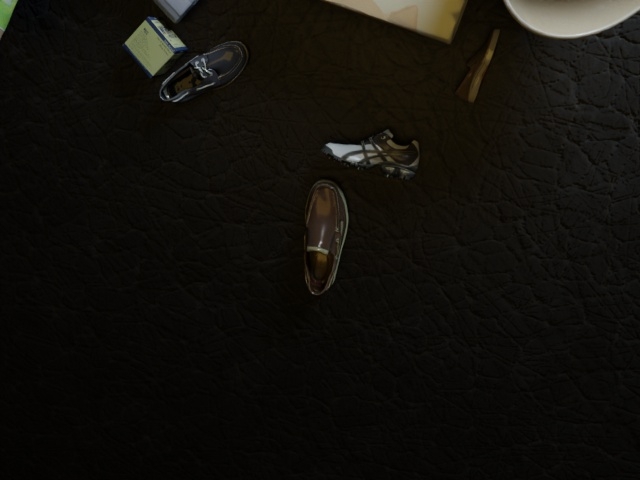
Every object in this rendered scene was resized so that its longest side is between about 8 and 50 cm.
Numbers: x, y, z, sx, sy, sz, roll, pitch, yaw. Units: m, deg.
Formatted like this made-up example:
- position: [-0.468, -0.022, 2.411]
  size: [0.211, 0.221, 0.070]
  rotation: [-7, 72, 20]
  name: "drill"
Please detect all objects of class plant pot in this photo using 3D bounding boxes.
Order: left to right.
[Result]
- position: [0.346, -0.472, 0.773]
  size: [0.256, 0.274, 0.257]
  rotation: [-2, 133, -2]
  name: "plant pot"

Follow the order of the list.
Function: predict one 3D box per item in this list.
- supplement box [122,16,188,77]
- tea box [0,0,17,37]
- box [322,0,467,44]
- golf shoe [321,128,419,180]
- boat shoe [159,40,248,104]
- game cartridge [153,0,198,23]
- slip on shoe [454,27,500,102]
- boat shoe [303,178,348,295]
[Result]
- position: [-0.332, -0.388, 1.072]
  size: [0.083, 0.056, 0.083]
  rotation: [-36, 102, 22]
  name: "supplement box"
- position: [-0.648, -0.555, 0.857]
  size: [0.220, 0.329, 0.324]
  rotation: [23, 88, 1]
  name: "tea box"
- position: [0.099, -0.449, 0.916]
  size: [0.311, 0.148, 0.121]
  rotation: [20, 115, 3]
  name: "box"
- position: [0.103, -0.183, 1.073]
  size: [0.198, 0.077, 0.094]
  rotation: [13, 100, 1]
  name: "golf shoe"
- position: [-0.237, -0.332, 1.072]
  size: [0.206, 0.065, 0.075]
  rotation: [-23, 106, 19]
  name: "boat shoe"
- position: [-0.242, -0.572, 0.965]
  size: [0.294, 0.060, 0.196]
  rotation: [-38, 107, 22]
  name: "game cartridge"
- position: [0.291, -0.325, 0.985]
  size: [0.041, 0.051, 0.135]
  rotation: [24, 121, 13]
  name: "slip on shoe"
- position: [0.008, 0.001, 1.147]
  size: [0.095, 0.095, 0.258]
  rotation: [4, 113, 9]
  name: "boat shoe"
